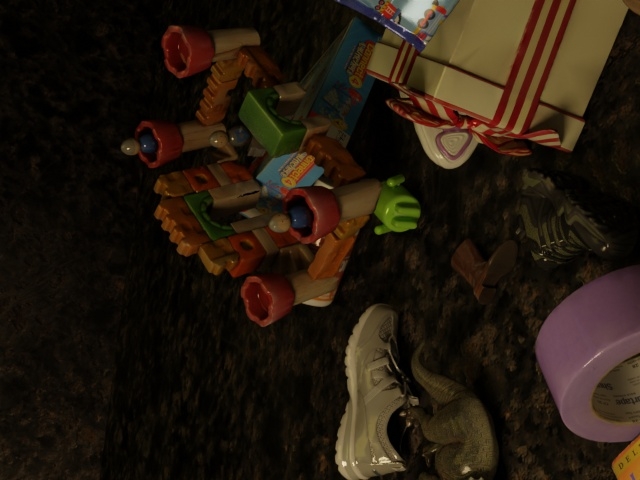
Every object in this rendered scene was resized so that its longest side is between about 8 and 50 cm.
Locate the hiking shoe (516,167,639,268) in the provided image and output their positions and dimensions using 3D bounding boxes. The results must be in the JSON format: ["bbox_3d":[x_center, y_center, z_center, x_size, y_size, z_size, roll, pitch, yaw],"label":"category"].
[{"bbox_3d":[0.313,-0.009,1.235,0.227,0.086,0.114,-122,36,-64],"label":"hiking shoe"}]

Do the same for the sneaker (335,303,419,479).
[{"bbox_3d":[0.104,0.233,1.546,0.115,0.105,0.281,-6,64,28],"label":"sneaker"}]

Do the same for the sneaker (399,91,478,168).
[{"bbox_3d":[0.188,-0.228,1.582,0.152,0.114,0.305,108,162,-57],"label":"sneaker"}]

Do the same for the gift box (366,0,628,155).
[{"bbox_3d":[0.224,-0.256,1.316,0.276,0.255,0.258,-130,59,-67],"label":"gift box"}]

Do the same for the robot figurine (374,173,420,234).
[{"bbox_3d":[0.122,-0.057,1.645,0.115,0.067,0.101,-127,42,-59],"label":"robot figurine"}]

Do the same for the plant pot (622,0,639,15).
[{"bbox_3d":[0.370,-0.390,1.109,0.263,0.229,0.263,-37,46,52],"label":"plant pot"}]

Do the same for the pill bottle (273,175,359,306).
[{"bbox_3d":[0.000,0.000,1.805,0.216,0.121,0.121,-70,26,15],"label":"pill bottle"}]

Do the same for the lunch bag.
[{"bbox_3d":[0.130,-0.407,1.238,0.221,0.138,0.293,-52,18,31],"label":"lunch bag"}]

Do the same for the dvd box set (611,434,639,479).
[{"bbox_3d":[0.434,0.280,0.845,0.307,0.062,0.420,-59,31,34],"label":"dvd box set"}]

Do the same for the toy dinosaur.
[{"bbox_3d":[0.185,0.281,1.334,0.160,0.121,0.313,-27,49,44],"label":"toy dinosaur"}]

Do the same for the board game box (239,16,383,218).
[{"bbox_3d":[-0.020,-0.215,1.870,0.308,0.086,0.302,-42,20,51],"label":"board game box"}]

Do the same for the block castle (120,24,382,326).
[{"bbox_3d":[-0.135,-0.112,1.645,0.453,0.213,0.303,53,139,24],"label":"block castle"}]

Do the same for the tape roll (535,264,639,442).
[{"bbox_3d":[0.320,0.116,1.011,0.189,0.189,0.080,-59,31,33],"label":"tape roll"}]

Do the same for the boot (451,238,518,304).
[{"bbox_3d":[0.230,0.021,1.427,0.106,0.037,0.114,-63,24,22],"label":"boot"}]
